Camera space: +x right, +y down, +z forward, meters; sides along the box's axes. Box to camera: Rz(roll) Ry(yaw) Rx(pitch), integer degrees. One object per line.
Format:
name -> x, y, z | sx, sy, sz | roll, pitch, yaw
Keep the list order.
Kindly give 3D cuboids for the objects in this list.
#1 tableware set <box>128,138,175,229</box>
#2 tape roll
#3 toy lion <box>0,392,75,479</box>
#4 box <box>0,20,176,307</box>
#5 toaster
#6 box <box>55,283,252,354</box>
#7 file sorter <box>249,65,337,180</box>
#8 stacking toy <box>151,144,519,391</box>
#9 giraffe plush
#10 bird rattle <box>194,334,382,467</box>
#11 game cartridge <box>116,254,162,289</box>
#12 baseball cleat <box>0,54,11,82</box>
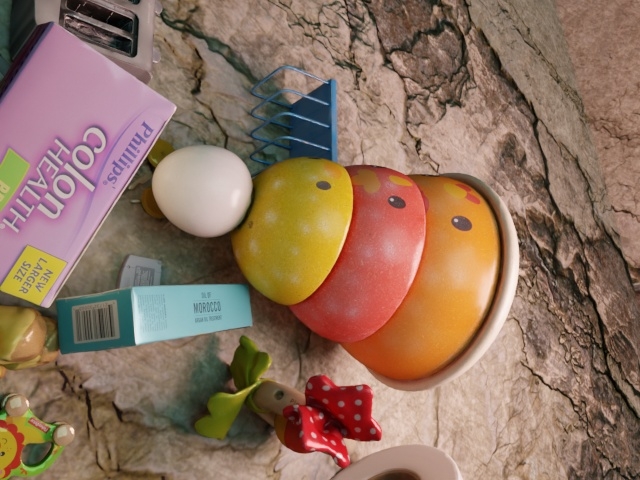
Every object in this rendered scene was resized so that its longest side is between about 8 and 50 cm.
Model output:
tableware set -> -0.237, -0.095, 0.799 | 0.154, 0.024, 0.104 | 54, 47, -16
tape roll -> 0.118, 0.443, 0.827 | 0.246, 0.246, 0.169 | -34, 103, -42
toy lion -> -0.338, 0.224, 0.619 | 0.100, 0.034, 0.096 | 45, 60, -25
box -> -0.275, -0.090, 0.560 | 0.117, 0.243, 0.213 | 33, 91, -34
toaster -> -0.302, -0.291, 0.729 | 0.186, 0.110, 0.167 | 11, 71, -40
box -> -0.183, 0.088, 0.678 | 0.244, 0.101, 0.060 | 10, 71, -69
file sorter -> -0.049, -0.176, 0.926 | 0.105, 0.118, 0.170 | 10, 72, -36
stacking toy -> 0.000, 0.000, 0.792 | 0.480, 0.351, 0.350 | 20, 66, -30
giraffe plush -> -0.384, 0.058, 0.554 | 0.211, 0.181, 0.170 | -15, 77, -9
bird rattle -> -0.025, 0.229, 0.768 | 0.207, 0.254, 0.143 | 58, 44, -47
game cartridge -> -0.242, 0.063, 0.755 | 0.056, 0.017, 0.083 | 18, 67, -42
baseball cleat -> -0.407, -0.254, 0.652 | 0.206, 0.072, 0.109 | 50, 45, -26
